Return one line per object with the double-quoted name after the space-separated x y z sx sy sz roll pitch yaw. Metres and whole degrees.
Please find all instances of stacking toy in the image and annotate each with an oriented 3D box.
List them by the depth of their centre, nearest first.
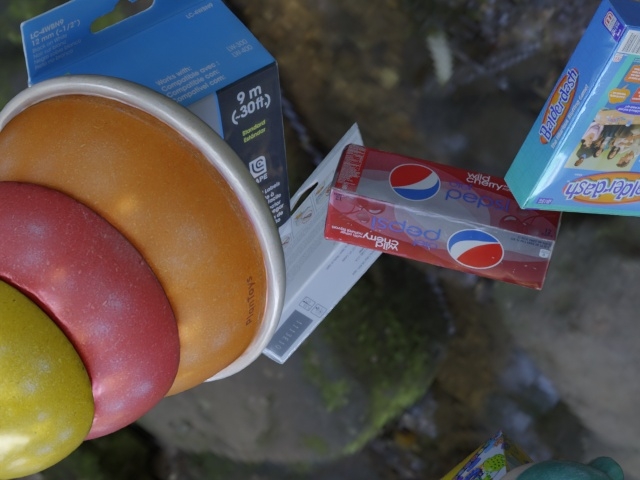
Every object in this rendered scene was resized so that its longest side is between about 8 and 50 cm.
-0.281 0.093 1.509 0.351 0.480 0.350 17 128 23 "stacking toy"

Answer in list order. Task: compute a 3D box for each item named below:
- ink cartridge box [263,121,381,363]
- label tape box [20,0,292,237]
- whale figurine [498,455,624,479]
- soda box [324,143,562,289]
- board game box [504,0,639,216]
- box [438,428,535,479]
0.000 0.000 2.259 0.060 0.239 0.275 34 109 -20 "ink cartridge box"
-0.166 -0.111 1.790 0.115 0.249 0.347 34 141 37 "label tape box"
0.268 0.306 1.552 0.272 0.216 0.141 26 157 -33 "whale figurine"
0.142 -0.029 1.924 0.263 0.083 0.092 14 139 5 "soda box"
0.281 -0.115 1.507 0.210 0.160 0.047 -64 36 35 "board game box"
0.235 0.409 1.812 0.177 0.279 0.290 -42 101 15 "box"
